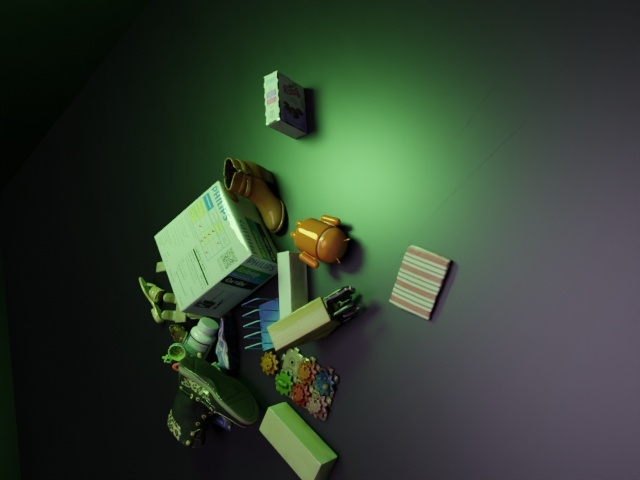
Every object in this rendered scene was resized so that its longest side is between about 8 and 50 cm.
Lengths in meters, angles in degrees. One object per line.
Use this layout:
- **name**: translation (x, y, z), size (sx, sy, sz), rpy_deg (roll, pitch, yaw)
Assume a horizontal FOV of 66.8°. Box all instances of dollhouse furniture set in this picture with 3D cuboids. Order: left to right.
- **dollhouse furniture set**: translation (-0.591, 0.216, 2.015), size (0.212, 0.160, 0.242), rpy_deg (-12, 71, 43)

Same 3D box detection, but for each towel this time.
- **towel**: translation (0.300, 0.126, 1.465), size (0.144, 0.029, 0.197), rpy_deg (24, 99, 37)

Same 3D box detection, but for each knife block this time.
- **knife block**: translation (-0.009, 0.240, 1.550), size (0.088, 0.275, 0.242), rpy_deg (64, 148, 26)

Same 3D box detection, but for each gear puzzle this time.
- **gear puzzle**: translation (-0.093, 0.471, 1.688), size (0.338, 0.044, 0.176), rpy_deg (20, 95, 37)

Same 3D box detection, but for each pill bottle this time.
- **pill bottle**: translation (-0.484, 0.406, 1.954), size (0.108, 0.107, 0.180), rpy_deg (38, 105, 35)

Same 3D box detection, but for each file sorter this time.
- **file sorter**: translation (-0.214, 0.303, 1.753), size (0.118, 0.104, 0.171), rpy_deg (-27, 63, 42)

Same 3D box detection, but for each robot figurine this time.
- **robot figurine**: translation (-0.001, 0.002, 1.647), size (0.219, 0.158, 0.128), rpy_deg (23, 136, 37)

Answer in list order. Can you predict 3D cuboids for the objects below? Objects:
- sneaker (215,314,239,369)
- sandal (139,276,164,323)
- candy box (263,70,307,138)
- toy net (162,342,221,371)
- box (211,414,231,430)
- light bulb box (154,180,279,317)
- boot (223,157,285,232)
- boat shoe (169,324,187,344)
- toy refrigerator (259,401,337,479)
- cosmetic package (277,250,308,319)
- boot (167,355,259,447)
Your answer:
- **sneaker**: translation (-0.375, 0.397, 1.891), size (0.081, 0.080, 0.212), rpy_deg (-14, 73, 31)
- **sandal**: translation (-0.742, 0.257, 2.210), size (0.079, 0.088, 0.240), rpy_deg (-27, 71, -4)
- **candy box**: translation (-0.129, -0.500, 1.802), size (0.070, 0.164, 0.197), rpy_deg (-13, 75, 34)
- **toy net**: translation (-0.500, 0.491, 1.896), size (0.232, 0.045, 0.122), rpy_deg (35, 101, -11)
- **box**: translation (-0.382, 0.634, 1.881), size (0.108, 0.042, 0.179), rpy_deg (8, 86, 38)
- **light bulb box**: translation (-0.385, 0.041, 1.839), size (0.361, 0.225, 0.358), rpy_deg (-37, 62, 16)
- **boot**: translation (-0.247, -0.171, 1.801), size (0.108, 0.220, 0.284), rpy_deg (-21, 70, 32)
- **boat shoe**: translation (-0.597, 0.392, 2.024), size (0.064, 0.060, 0.178), rpy_deg (-63, 23, -5)
- **toy refrigerator**: translation (-0.076, 0.671, 1.615), size (0.269, 0.094, 0.102), rpy_deg (34, 110, 36)
- **cosmetic package**: translation (-0.097, 0.163, 1.710), size (0.060, 0.098, 0.239), rpy_deg (-12, 75, 35)
- **boot**: translation (-0.409, 0.637, 1.789), size (0.377, 0.138, 0.285), rpy_deg (27, 107, 23)
